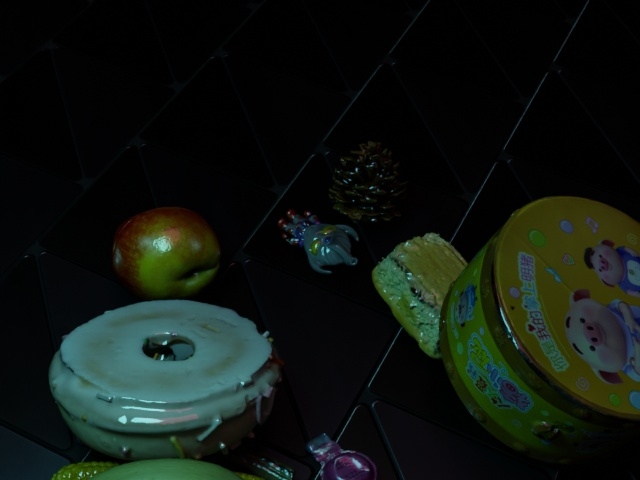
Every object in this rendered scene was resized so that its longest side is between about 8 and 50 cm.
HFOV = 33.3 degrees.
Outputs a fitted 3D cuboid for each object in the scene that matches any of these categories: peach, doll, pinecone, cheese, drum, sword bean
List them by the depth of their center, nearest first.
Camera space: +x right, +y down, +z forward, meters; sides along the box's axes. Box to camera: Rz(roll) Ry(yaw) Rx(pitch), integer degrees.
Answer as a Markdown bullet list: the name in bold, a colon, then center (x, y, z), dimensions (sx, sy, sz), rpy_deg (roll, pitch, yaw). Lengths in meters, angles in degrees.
- **cheese**: center (0.033, 0.371, 1.759), dimensions (0.095, 0.038, 0.145), rpy_deg (-27, 49, -28)
- **sword bean**: center (-0.168, 0.347, 1.768), dimensions (0.269, 0.038, 0.043), rpy_deg (18, 24, 12)
- **drum**: center (0.424, 0.148, 1.798), dimensions (0.431, 0.214, 0.431), rpy_deg (11, 55, -16)
- **peach**: center (-0.285, 0.021, 1.959), dimensions (0.192, 0.190, 0.190), rpy_deg (37, 55, 27)
- **doll**: center (0.000, -0.001, 2.081), dimensions (0.194, 0.062, 0.104), rpy_deg (33, 52, 32)
- **pinecone**: center (0.096, -0.113, 2.124), dimensions (0.173, 0.174, 0.174), rpy_deg (2, 48, -2)

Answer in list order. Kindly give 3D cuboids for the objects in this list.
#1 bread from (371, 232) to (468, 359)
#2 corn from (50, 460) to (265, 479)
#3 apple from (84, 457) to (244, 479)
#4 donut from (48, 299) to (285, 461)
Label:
- **bread**: center (0.212, 0.097, 1.964), dimensions (0.174, 0.121, 0.245), rpy_deg (-16, 53, -34)
- **corn**: center (-0.248, 0.402, 1.659), dimensions (0.363, 0.120, 0.120), rpy_deg (4, 47, -6)
- **apple**: center (-0.226, 0.469, 1.446), dimensions (0.357, 0.357, 0.357), rpy_deg (2, 48, -2)
- **donut**: center (-0.248, 0.231, 1.741), dimensions (0.382, 0.143, 0.383), rpy_deg (1, 24, 0)
